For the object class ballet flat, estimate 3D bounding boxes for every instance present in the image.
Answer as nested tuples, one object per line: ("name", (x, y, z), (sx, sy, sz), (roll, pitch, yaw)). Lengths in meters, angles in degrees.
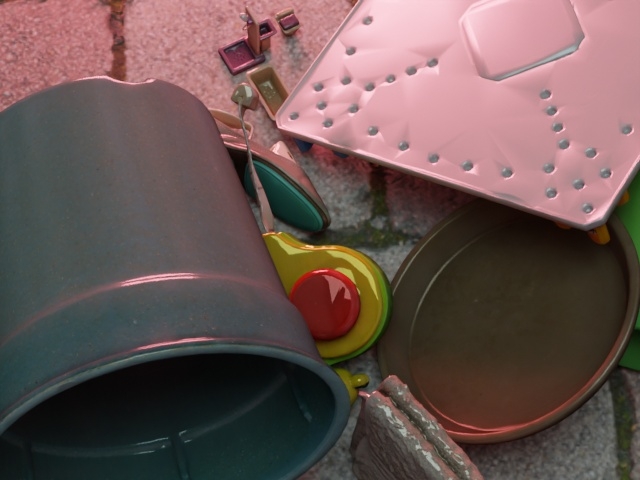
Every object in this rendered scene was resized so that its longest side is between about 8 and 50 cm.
("ballet flat", (-0.070, -0.086, 1.914), (0.213, 0.072, 0.068), (29, 57, 11))

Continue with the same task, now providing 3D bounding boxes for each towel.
("towel", (0.126, 0.260, 1.690), (0.049, 0.187, 0.282), (-35, 70, -20))

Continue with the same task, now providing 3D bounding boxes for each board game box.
("board game box", (0.209, -0.199, 1.901), (0.390, 0.050, 0.390), (19, 64, 34))

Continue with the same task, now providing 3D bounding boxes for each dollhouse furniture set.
("dollhouse furniture set", (-0.044, -0.194, 1.956), (0.091, 0.081, 0.114), (-26, 68, -12))

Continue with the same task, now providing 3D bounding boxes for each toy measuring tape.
("toy measuring tape", (0.000, 0.000, 1.820), (0.121, 0.121, 0.330), (-12, 86, -6))

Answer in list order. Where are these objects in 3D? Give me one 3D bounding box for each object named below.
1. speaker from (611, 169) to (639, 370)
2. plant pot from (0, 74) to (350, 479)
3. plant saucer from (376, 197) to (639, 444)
("speaker", (0.348, -0.023, 1.858), (0.131, 0.131, 0.296), (14, 66, 6))
("plant pot", (-0.182, 0.051, 1.724), (0.341, 0.341, 0.334), (-14, 58, -7))
("plant saucer", (0.182, 0.073, 1.794), (0.278, 0.041, 0.277), (-18, 53, 25))
